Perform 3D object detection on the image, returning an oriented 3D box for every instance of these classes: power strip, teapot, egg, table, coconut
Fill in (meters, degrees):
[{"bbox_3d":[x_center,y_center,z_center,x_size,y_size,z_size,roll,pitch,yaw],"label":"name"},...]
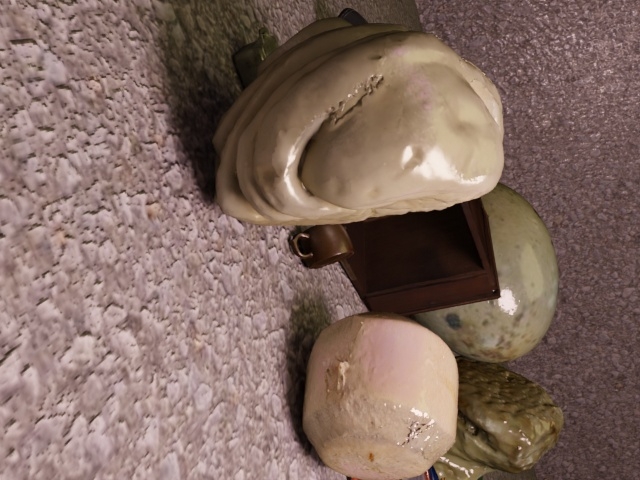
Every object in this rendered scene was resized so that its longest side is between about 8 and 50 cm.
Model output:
[{"bbox_3d":[-0.055,-0.173,1.069,0.078,0.052,0.272,-68,140,-60],"label":"power strip"},{"bbox_3d":[0.000,0.000,1.094,0.121,0.076,0.068,-10,75,-42],"label":"teapot"},{"bbox_3d":[0.334,0.063,1.578,0.345,0.345,0.428,46,27,-58],"label":"egg"},{"bbox_3d":[0.163,-0.027,1.303,0.282,0.250,0.196,59,26,-46],"label":"table"},{"bbox_3d":[0.078,0.197,0.987,0.224,0.224,0.234,53,31,-51],"label":"coconut"}]

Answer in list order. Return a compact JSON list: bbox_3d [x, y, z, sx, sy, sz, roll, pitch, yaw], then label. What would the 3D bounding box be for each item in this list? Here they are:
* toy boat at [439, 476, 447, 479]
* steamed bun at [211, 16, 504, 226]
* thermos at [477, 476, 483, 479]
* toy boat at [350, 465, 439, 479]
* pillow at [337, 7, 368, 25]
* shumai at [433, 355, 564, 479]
[{"bbox_3d":[0.220,0.532,1.317,0.057,0.077,0.200,34,56,-19],"label":"toy boat"},{"bbox_3d":[0.045,-0.145,0.871,0.352,0.339,0.247,0,85,-69],"label":"steamed bun"},{"bbox_3d":[0.362,0.573,1.770,0.187,0.073,0.083,-23,98,-72],"label":"thermos"},{"bbox_3d":[0.121,0.397,1.225,0.318,0.072,0.219,50,34,-36],"label":"toy boat"},{"bbox_3d":[0.072,-0.293,1.412,0.161,0.092,0.335,24,58,-41],"label":"pillow"},{"bbox_3d":[0.326,0.417,1.521,0.330,0.292,0.289,-9,119,-62],"label":"shumai"}]
